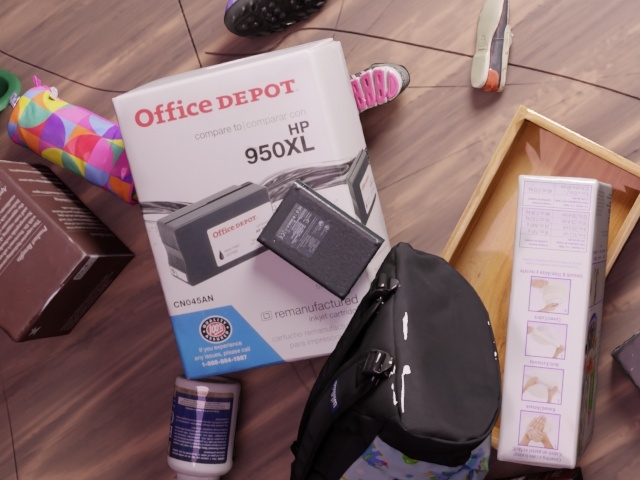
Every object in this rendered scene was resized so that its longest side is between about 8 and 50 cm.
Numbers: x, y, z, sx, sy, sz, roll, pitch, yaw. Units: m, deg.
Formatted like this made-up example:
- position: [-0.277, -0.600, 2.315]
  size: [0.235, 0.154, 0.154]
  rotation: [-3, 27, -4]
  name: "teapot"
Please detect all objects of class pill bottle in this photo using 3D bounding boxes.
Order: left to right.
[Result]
- position: [-0.166, 0.277, 1.992]
  size: [0.094, 0.094, 0.169]
  rotation: [7, 92, 16]
  name: "pill bottle"

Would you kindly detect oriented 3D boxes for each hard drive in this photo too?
- position: [0.000, 0.000, 1.782]
  size: [0.135, 0.022, 0.094]
  rotation: [35, 107, 3]
  name: "hard drive"

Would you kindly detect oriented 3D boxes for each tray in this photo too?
- position: [0.261, 0.052, 1.878]
  size: [0.202, 0.076, 0.411]
  rotation: [29, 99, 14]
  name: "tray"

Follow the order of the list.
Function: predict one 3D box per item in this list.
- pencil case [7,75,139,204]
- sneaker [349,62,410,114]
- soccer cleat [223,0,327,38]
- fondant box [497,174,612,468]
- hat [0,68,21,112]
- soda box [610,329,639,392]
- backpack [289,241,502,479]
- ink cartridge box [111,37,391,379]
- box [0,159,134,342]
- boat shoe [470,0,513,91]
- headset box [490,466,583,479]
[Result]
- position: [-0.338, -0.141, 2.040]
  size: [0.236, 0.104, 0.104]
  rotation: [29, 98, 13]
  name: "pencil case"
- position: [0.054, -0.202, 1.945]
  size: [0.170, 0.075, 0.063]
  rotation: [-16, 96, 38]
  name: "sneaker"
- position: [-0.012, -0.404, 1.950]
  size: [0.318, 0.108, 0.116]
  rotation: [-38, 60, 15]
  name: "soccer cleat"
- position: [0.285, 0.090, 1.709]
  size: [0.096, 0.238, 0.330]
  rotation: [4, 91, 16]
  name: "fondant box"
- position: [-0.528, -0.141, 2.120]
  size: [0.208, 0.173, 0.184]
  rotation: [7, 127, 21]
  name: "hat"
- position: [0.449, 0.194, 1.832]
  size: [0.060, 0.053, 0.169]
  rotation: [-39, 81, 12]
  name: "soda box"
- position: [0.085, 0.229, 1.715]
  size: [0.273, 0.290, 0.355]
  rotation: [25, 130, -22]
  name: "backpack"
- position: [-0.078, -0.043, 1.891]
  size: [0.285, 0.166, 0.395]
  rotation: [-12, 99, 16]
  name: "ink cartridge box"
- position: [-0.414, 0.013, 2.025]
  size: [0.203, 0.167, 0.168]
  rotation: [44, 101, 11]
  name: "box"
- position: [0.235, -0.266, 1.899]
  size: [0.043, 0.049, 0.137]
  rotation: [9, 91, -26]
  name: "boat shoe"
- position: [0.244, 0.426, 1.864]
  size: [0.293, 0.110, 0.218]
  rotation: [-12, 87, 16]
  name: "headset box"
